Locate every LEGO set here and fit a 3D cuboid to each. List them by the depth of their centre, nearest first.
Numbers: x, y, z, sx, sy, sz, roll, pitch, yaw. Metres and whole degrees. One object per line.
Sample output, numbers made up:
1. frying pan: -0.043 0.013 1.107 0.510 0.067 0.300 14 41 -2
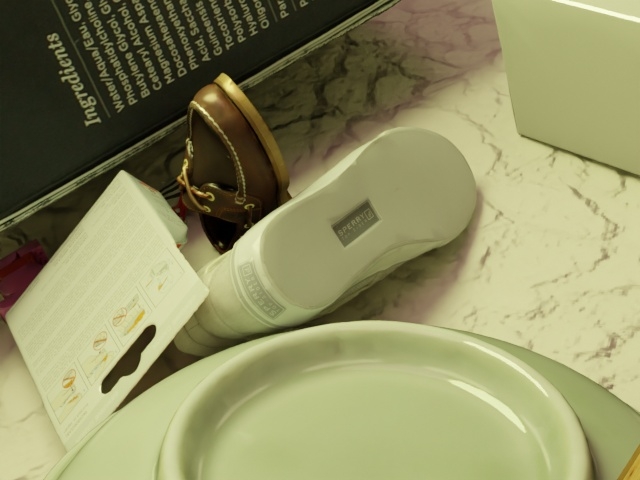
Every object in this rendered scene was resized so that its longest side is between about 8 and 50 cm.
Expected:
1. LEGO set: -0.299 0.063 0.891 0.227 0.087 0.093 -33 44 -16

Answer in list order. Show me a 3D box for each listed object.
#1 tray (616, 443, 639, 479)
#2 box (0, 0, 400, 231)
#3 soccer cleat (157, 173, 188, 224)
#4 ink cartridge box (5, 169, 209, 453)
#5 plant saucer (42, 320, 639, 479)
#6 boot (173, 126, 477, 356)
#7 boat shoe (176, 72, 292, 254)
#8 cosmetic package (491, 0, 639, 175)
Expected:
1. tray: 0.339 0.012 0.593 0.203 0.076 0.411 37 77 -3
2. box: -0.240 -0.277 1.017 0.471 0.297 0.480 -34 32 -16
3. soccer cleat: -0.123 -0.023 0.972 0.035 0.029 0.083 -7 39 23
4. ink cartridge box: -0.138 0.050 0.829 0.145 0.045 0.179 -51 41 6
5. plant saucer: 0.028 0.140 0.623 0.400 0.101 0.400 -1 32 1
6. boot: 0.000 0.000 0.861 0.123 0.095 0.258 -28 -1 43
7. boat shoe: -0.063 -0.042 0.853 0.073 0.207 0.073 -34 68 -8
8. cosmetic package: 0.323 -0.133 0.843 0.197 0.155 0.365 -42 44 -23
